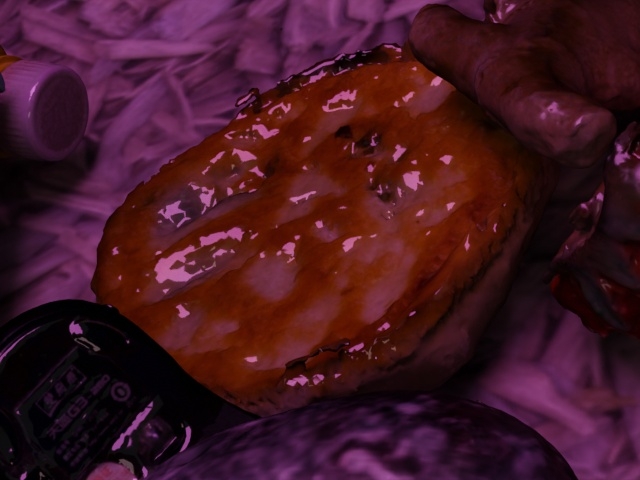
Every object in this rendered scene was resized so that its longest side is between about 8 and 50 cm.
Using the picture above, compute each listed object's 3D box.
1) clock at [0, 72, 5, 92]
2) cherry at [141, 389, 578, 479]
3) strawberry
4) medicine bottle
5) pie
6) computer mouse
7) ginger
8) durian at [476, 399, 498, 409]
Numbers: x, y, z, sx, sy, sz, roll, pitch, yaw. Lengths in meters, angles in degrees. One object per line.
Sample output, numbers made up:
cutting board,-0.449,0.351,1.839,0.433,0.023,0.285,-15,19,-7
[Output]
clock,-0.344,-0.003,1.186,0.262,0.116,0.231,-5,76,17
cherry,0.023,0.194,0.816,0.296,0.218,0.255,-4,80,15
strawberry,0.232,-0.031,1.010,0.111,0.190,0.236,34,43,17
medicine bottle,-0.269,-0.101,1.302,0.212,0.122,0.122,10,53,30
pie,0.000,0.000,1.120,0.315,0.092,0.315,-16,40,14
computer mouse,-0.094,0.136,0.981,0.233,0.096,0.137,44,63,6
ginger,0.154,-0.118,1.108,0.166,0.080,0.333,18,30,25
durian,0.069,0.123,0.973,0.091,0.080,0.080,9,50,4
